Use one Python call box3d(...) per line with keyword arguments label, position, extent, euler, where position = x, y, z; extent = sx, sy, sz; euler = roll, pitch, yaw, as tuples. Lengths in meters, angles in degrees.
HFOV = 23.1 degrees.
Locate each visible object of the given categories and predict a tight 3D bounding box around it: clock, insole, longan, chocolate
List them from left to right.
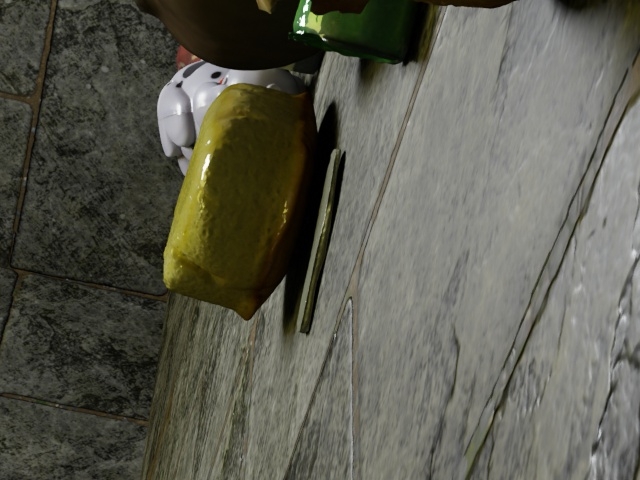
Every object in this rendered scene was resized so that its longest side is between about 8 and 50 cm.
box3d(label="clock", position=(-0.097, -0.170, 2.076), extent=(0.254, 0.189, 0.188), euler=(-174, 97, -68))
box3d(label="longan", position=(-0.066, -0.313, 1.567), extent=(0.297, 0.297, 0.297), euler=(-168, 90, -82))
box3d(label="insole", position=(0.000, 0.000, 1.585), extent=(0.063, 0.010, 0.192), euler=(163, 118, -82))
box3d(label="chocolate", position=(0.060, -0.297, 1.319), extent=(0.110, 0.110, 0.291), euler=(-140, 65, -81))

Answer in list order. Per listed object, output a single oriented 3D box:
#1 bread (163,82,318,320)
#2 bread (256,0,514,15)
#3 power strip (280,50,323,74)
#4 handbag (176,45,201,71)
box3d(label="bread", position=(-0.082, -0.049, 1.758), extent=(0.270, 0.148, 0.269), euler=(-164, 90, -82))
box3d(label="bread", position=(0.071, -0.288, 0.845), extent=(0.337, 0.204, 0.358), euler=(121, 163, -75))
box3d(label="power strip", position=(-0.007, -0.320, 1.924), extent=(0.256, 0.070, 0.105), euler=(109, 170, -48))
box3d(label="handbag", position=(-0.141, -0.335, 2.516), extent=(0.254, 0.181, 0.181), euler=(-158, 78, -79))
